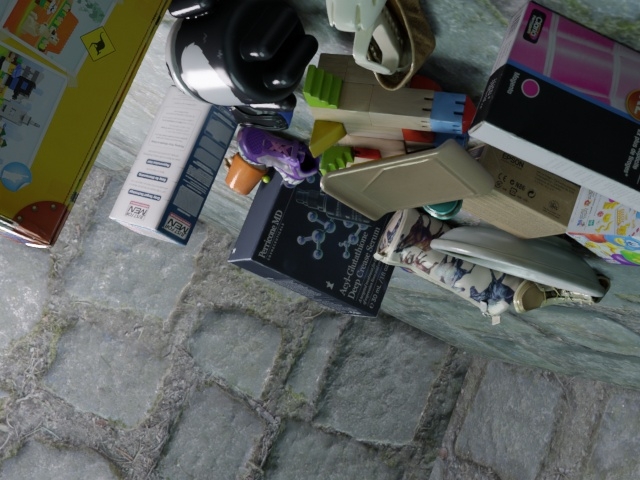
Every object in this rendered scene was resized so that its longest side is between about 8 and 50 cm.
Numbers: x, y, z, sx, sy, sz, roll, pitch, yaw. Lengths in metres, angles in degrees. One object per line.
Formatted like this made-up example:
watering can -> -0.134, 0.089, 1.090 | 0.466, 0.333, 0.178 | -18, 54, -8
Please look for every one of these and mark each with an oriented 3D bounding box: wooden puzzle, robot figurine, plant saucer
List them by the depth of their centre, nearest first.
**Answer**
robot figurine -> -0.135, -0.302, 1.269 | 0.173, 0.209, 0.278 | -19, -161, -40
wooden puzzle -> 0.151, -0.104, 1.331 | 0.238, 0.044, 0.221 | -15, 159, 28
plant saucer -> 0.454, 0.026, 1.785 | 0.400, 0.101, 0.400 | 16, 180, 0

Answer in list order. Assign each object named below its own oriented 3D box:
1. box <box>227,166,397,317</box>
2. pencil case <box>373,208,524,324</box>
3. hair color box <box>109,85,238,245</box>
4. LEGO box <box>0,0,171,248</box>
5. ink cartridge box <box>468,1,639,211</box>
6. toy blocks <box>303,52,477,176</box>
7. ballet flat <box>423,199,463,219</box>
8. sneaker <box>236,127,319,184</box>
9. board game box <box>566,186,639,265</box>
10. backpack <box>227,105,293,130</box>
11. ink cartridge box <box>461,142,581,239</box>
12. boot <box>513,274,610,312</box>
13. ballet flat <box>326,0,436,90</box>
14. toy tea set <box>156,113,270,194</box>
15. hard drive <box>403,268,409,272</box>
box -> 0.000, 0.000, 2.131 | 0.395, 0.294, 0.212 | 25, 168, -19
pencil case -> 0.336, 0.057, 2.043 | 0.410, 0.184, 0.160 | 26, 151, -15
hair color box -> -0.329, -0.175, 1.802 | 0.173, 0.347, 0.105 | 14, 166, 39
LEGO box -> -0.474, -0.293, 1.140 | 0.372, 0.500, 0.193 | 30, 166, -32
ink cartridge box -> 0.389, -0.145, 1.004 | 0.370, 0.176, 0.069 | 24, 168, -7
toy blocks -> 0.141, -0.195, 1.333 | 0.260, 0.191, 0.381 | 8, 166, 13
ballet flat -> 0.211, -0.110, 1.510 | 0.247, 0.083, 0.087 | 62, -179, 43
sneaker -> -0.092, -0.211, 1.870 | 0.236, 0.095, 0.104 | 25, 163, -39
board game box -> 0.562, -0.040, 1.246 | 0.142, 0.144, 0.275 | 28, 168, -32
backpack -> -0.110, -0.275, 1.549 | 0.120, 0.101, 0.098 | 15, 169, 17
ink cartridge box -> 0.366, -0.091, 1.530 | 0.234, 0.088, 0.193 | 24, 170, -14
boot -> 0.601, 0.131, 1.956 | 0.213, 0.077, 0.165 | -19, -167, -34
ballet flat -> 0.066, -0.302, 1.022 | 0.116, 0.124, 0.342 | 17, 167, 24
toy tea set -> -0.281, -0.249, 2.079 | 0.336, 0.124, 0.200 | 25, -161, -28
hard drive -> 0.278, 0.045, 2.465 | 0.210, 0.040, 0.318 | 13, 166, 39
